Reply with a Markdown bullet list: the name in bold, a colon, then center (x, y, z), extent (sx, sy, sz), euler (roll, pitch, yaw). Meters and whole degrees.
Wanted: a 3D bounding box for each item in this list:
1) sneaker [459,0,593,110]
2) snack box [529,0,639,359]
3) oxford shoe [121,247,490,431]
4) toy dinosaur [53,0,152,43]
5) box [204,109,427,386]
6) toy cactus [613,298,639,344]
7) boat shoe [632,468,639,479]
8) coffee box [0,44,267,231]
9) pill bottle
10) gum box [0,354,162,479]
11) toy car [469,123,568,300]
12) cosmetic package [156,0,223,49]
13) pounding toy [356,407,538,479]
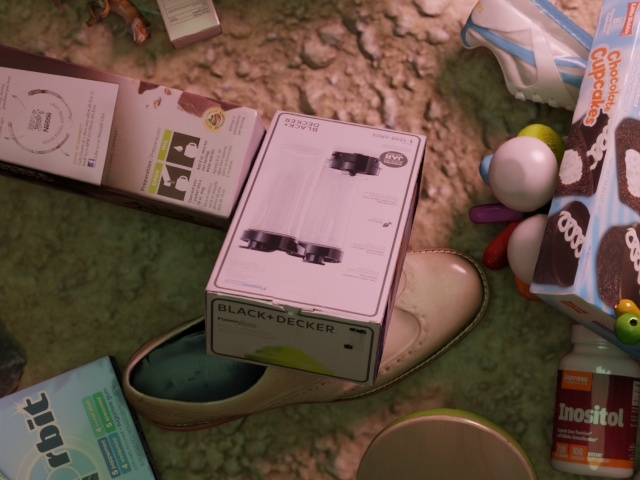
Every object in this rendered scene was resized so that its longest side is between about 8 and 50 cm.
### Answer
- **sneaker**: center (0.253, -0.179, 1.514), extent (0.229, 0.087, 0.092), euler (41, 112, 1)
- **snack box**: center (0.320, -0.062, 1.416), extent (0.187, 0.060, 0.321), euler (29, 69, -38)
- **oxford shoe**: center (-0.011, 0.105, 1.457), extent (0.397, 0.146, 0.140), euler (-21, 81, -1)
- **toy dinosaur**: center (-0.253, -0.305, 1.562), extent (0.112, 0.064, 0.211), euler (-23, 93, -18)
- **box**: center (0.000, 0.000, 1.408), extent (0.169, 0.087, 0.290), euler (10, 41, 6)
- **toy cactus**: center (0.360, 0.067, 1.352), extent (0.112, 0.219, 0.180), euler (6, 121, 36)
- **boat shoe**: center (0.445, 0.326, 1.439), extent (0.302, 0.109, 0.098), euler (38, 88, 11)
- **coffee box**: center (-0.214, -0.103, 1.477), extent (0.297, 0.168, 0.118), euler (14, 85, 3)
- **pill bottle**: center (0.285, 0.165, 1.470), extent (0.086, 0.086, 0.152), euler (5, 84, 3)
- **gum box**: center (-0.278, 0.228, 1.510), extent (0.184, 0.041, 0.157), euler (-22, 84, -1)
- **toy car**: center (0.220, -0.025, 1.477), extent (0.136, 0.159, 0.182), euler (-17, 85, 39)
- **cosmetic package**: center (-0.152, -0.273, 1.555), extent (0.060, 0.041, 0.115), euler (-17, 84, 0)
- **pounding toy**: center (0.120, 0.251, 1.475), extent (0.183, 0.110, 0.237), euler (36, 116, -5)
